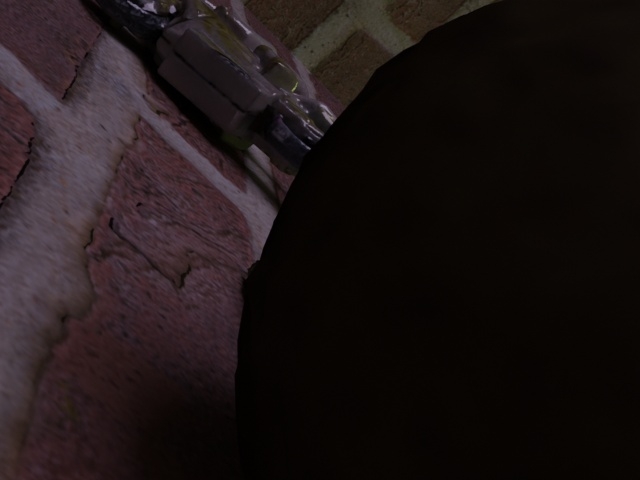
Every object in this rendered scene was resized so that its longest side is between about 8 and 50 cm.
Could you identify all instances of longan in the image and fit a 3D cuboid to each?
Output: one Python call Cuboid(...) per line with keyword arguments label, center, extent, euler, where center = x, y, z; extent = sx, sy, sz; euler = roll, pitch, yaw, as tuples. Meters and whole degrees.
Cuboid(label="longan", center=(0.149, 0.066, 0.560), extent=(0.391, 0.391, 0.391), euler=(45, 10, -10))

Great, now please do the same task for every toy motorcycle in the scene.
Cuboid(label="toy motorcycle", center=(-0.097, -0.183, 1.258), extent=(0.340, 0.108, 0.223), euler=(41, 15, 7))

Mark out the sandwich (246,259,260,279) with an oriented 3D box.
Cuboid(label="sandwich", center=(0.041, 0.114, 0.803), extent=(0.212, 0.063, 0.245), euler=(45, 12, -18))
